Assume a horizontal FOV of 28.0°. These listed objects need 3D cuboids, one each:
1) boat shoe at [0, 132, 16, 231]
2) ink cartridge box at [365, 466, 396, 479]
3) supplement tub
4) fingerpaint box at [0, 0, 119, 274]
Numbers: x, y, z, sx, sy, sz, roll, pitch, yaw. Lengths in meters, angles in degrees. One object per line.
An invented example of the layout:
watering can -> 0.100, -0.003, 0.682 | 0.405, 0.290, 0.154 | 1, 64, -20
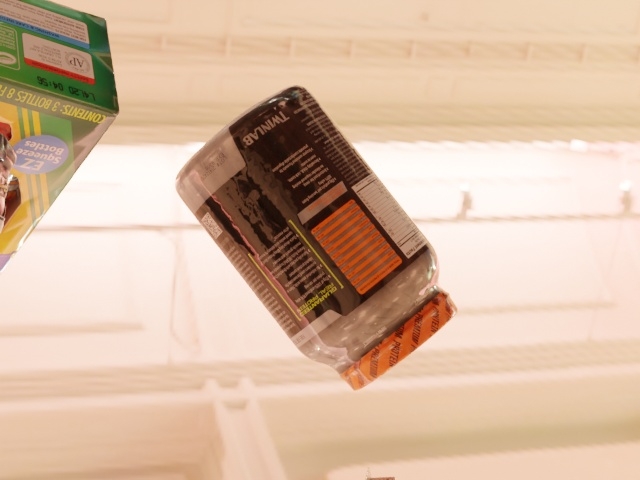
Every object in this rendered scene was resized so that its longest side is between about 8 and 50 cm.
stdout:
boat shoe -> -0.311, -0.065, 1.055 | 0.065, 0.083, 0.183 | 7, 167, 13
ink cartridge box -> 0.069, 0.288, 1.378 | 0.028, 0.083, 0.048 | -6, -149, 15
supplement tub -> 0.000, 0.000, 1.441 | 0.316, 0.193, 0.193 | 53, -142, 2
fingerpaint box -> -0.504, -0.130, 1.386 | 0.445, 0.371, 0.163 | 15, -135, -35
